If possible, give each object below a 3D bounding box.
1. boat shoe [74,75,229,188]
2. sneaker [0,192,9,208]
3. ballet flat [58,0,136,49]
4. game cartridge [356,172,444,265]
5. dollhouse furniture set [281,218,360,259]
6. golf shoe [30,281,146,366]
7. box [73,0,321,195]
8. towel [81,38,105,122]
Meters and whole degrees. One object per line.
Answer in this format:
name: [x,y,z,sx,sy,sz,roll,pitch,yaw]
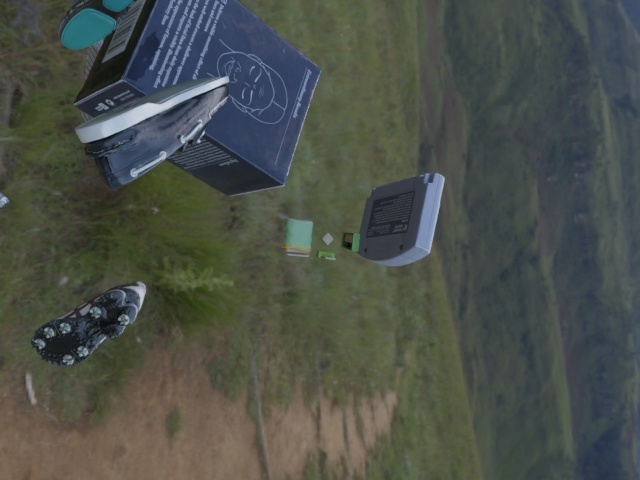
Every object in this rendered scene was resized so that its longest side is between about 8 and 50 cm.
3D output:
boat shoe: [-0.221,-0.163,0.954,0.302,0.114,0.091,-42,123,-50]
sneaker: [-0.925,-0.096,1.851,0.058,0.135,0.052,58,13,-10]
ballet flat: [-0.308,-0.345,0.959,0.070,0.188,0.070,36,41,-39]
game cartridge: [0.176,-0.040,1.542,0.294,0.060,0.196,-8,-116,67]
dollhouse furniture set: [0.000,0.000,1.387,0.058,0.151,0.076,-167,-96,-70]
golf shoe: [-0.475,0.174,1.396,0.105,0.272,0.120,60,17,-13]
box: [-0.234,-0.314,1.364,0.395,0.212,0.294,31,66,-36]
towel: [-0.475,-0.332,1.598,0.284,0.121,0.235,49,-49,44]
